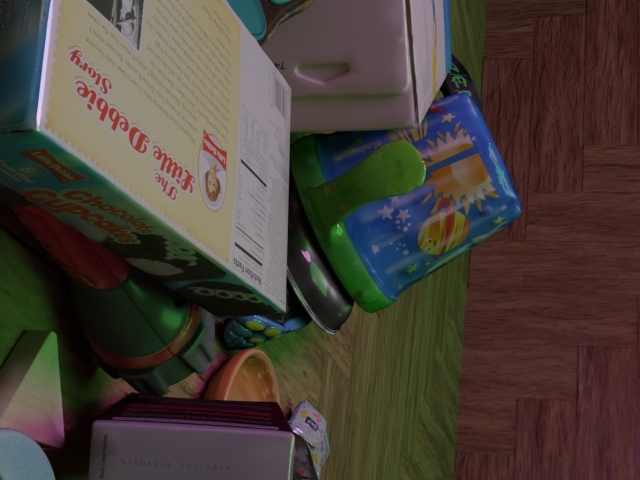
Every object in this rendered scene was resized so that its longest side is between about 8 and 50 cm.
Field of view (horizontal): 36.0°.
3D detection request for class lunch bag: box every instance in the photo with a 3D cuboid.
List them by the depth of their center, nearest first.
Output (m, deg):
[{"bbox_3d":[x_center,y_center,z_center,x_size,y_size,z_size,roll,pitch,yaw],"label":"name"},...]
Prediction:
[{"bbox_3d":[-0.020,0.256,1.259,0.071,0.053,0.083,-53,132,-67],"label":"lunch bag"}]

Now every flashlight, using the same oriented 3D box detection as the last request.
[{"bbox_3d":[-0.157,0.002,0.661,0.304,0.103,0.103,69,24,-56],"label":"flashlight"}]

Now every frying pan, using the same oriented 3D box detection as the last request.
[{"bbox_3d":[0.009,0.027,1.238,0.197,0.053,0.326,69,14,14],"label":"frying pan"}]

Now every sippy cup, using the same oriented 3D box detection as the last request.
[{"bbox_3d":[0.113,-0.060,1.190,0.240,0.224,0.305,59,14,-25],"label":"sippy cup"}]

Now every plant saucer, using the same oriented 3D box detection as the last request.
[{"bbox_3d":[-0.088,0.213,1.039,0.200,0.037,0.199,0,90,-75],"label":"plant saucer"}]

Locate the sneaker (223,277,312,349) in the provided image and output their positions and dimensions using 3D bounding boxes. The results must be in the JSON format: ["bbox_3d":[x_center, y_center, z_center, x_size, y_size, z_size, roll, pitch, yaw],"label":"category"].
[{"bbox_3d":[-0.065,0.074,1.092,0.078,0.067,0.188,70,18,2],"label":"sneaker"}]

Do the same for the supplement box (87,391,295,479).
[{"bbox_3d":[-0.091,0.158,0.721,0.239,0.130,0.073,139,-44,-84],"label":"supplement box"}]

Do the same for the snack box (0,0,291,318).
[{"bbox_3d":[-0.099,-0.081,0.612,0.322,0.060,0.187,46,41,-63],"label":"snack box"}]

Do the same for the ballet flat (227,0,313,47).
[{"bbox_3d":[-0.095,-0.209,0.854,0.348,0.123,0.123,-52,140,-65],"label":"ballet flat"}]

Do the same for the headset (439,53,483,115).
[{"bbox_3d":[0.148,-0.115,1.499,0.243,0.185,0.394,62,-34,30],"label":"headset"}]

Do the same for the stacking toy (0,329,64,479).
[{"bbox_3d":[-0.166,0.216,0.589,0.279,0.130,0.308,-52,141,-64],"label":"stacking toy"}]

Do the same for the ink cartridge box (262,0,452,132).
[{"bbox_3d":[0.035,-0.256,1.147,0.270,0.198,0.197,-58,145,-63],"label":"ink cartridge box"}]
